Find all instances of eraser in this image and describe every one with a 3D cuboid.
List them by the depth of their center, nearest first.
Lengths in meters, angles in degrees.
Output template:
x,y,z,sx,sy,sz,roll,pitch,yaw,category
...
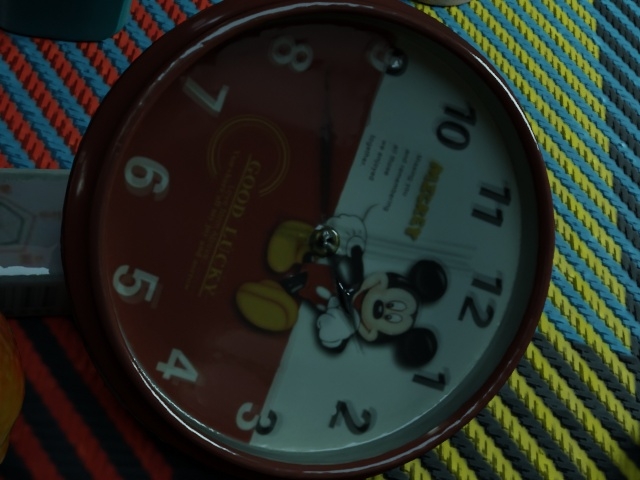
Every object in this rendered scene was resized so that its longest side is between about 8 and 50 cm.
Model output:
x,y,z,sx,sy,sz,roll,pitch,yaw,category
-0.256,0.001,0.592,0.352,0.061,0.089,0,59,-21,eraser

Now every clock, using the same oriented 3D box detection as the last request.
x,y,z,sx,sy,sz,roll,pitch,yaw,category
0.000,0.000,0.602,0.318,0.080,0.318,-1,95,-17,clock

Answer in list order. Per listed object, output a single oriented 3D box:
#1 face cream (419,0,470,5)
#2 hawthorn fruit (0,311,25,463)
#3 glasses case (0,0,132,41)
x,y,z,sx,sy,sz,roll,pitch,yaw,category
0.117,-0.316,0.919,0.149,0.104,0.149,10,55,-15,face cream
-0.265,0.068,0.469,0.225,0.196,0.196,38,53,12,hawthorn fruit
-0.165,-0.260,0.647,0.117,0.301,0.070,8,55,-16,glasses case
